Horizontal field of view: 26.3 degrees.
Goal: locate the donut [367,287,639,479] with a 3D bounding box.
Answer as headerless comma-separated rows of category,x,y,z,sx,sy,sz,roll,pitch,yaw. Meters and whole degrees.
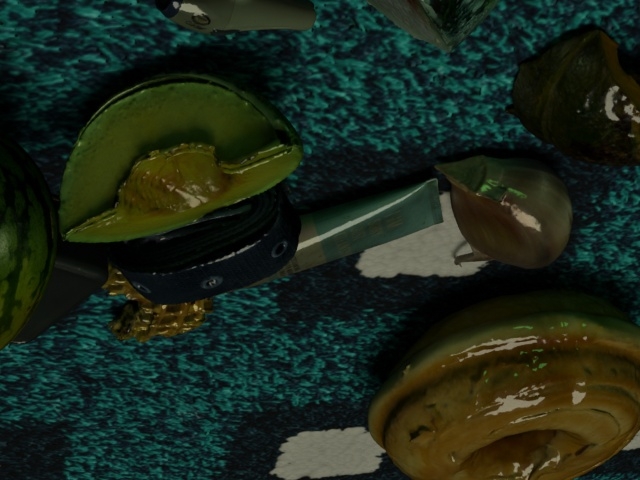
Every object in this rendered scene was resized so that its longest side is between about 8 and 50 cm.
donut,0.284,0.232,2.017,0.449,0.198,0.449,-6,147,-4

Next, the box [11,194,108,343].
box,-0.349,0.037,1.604,0.144,0.090,0.201,21,136,-42

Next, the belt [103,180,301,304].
belt,-0.130,0.004,1.589,0.218,0.122,0.128,-16,151,6

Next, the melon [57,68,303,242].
melon,-0.144,-0.094,1.444,0.265,0.129,0.169,-22,169,12

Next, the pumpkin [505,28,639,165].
pumpkin,0.336,-0.121,1.551,0.278,0.111,0.163,15,145,-37

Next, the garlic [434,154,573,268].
garlic,0.239,-0.015,1.710,0.128,0.148,0.266,-41,151,-22

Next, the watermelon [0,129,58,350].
watermelon,-0.400,0.001,1.348,0.285,0.285,0.285,-8,148,-5

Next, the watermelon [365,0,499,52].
watermelon,0.083,-0.307,1.109,0.214,0.320,0.289,22,109,-5

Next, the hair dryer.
hair dryer,-0.033,-0.240,1.265,0.199,0.067,0.167,-19,166,36

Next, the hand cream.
hand cream,0.000,0.000,1.679,0.312,0.070,0.111,-16,149,3

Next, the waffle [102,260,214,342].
waffle,-0.217,0.073,1.741,0.149,0.051,0.194,-16,149,5
